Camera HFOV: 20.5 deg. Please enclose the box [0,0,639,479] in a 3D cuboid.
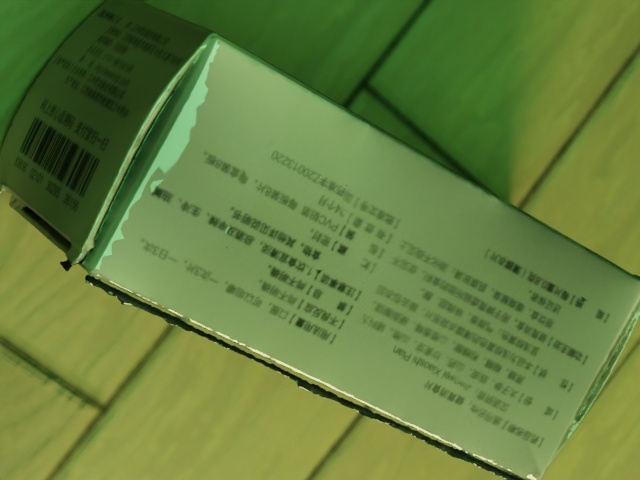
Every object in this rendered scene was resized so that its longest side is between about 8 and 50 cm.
[{"bbox_3d":[-0.002,-0.001,1.010,0.332,0.173,0.145,27,91,-27],"label":"box"}]
